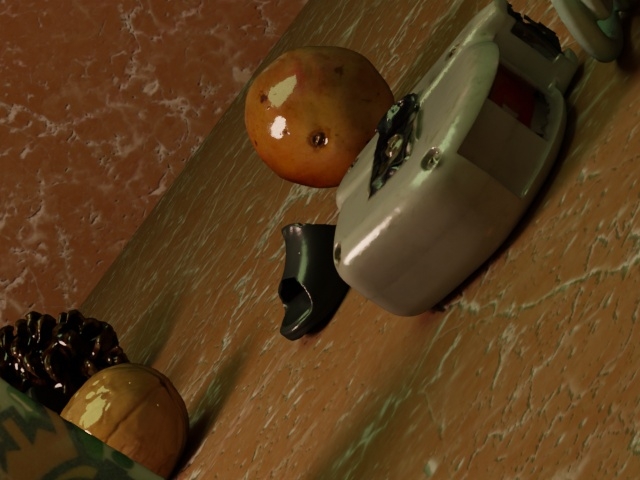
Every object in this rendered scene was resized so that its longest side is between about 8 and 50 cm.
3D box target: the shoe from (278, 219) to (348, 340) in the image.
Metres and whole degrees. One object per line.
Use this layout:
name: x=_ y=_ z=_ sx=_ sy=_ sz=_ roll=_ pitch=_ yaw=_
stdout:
shoe: x=0.000 y=0.000 z=2.087 sx=0.241 sy=0.093 sz=0.108 roll=-58 pitch=13 yaw=-20

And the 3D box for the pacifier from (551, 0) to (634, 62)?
pacifier: x=0.282 y=-0.315 z=1.618 sx=0.269 sy=0.288 sz=0.343 roll=-14 pitch=8 yaw=22

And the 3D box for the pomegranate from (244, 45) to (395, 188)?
pomegranate: x=-0.001 y=-0.161 z=2.305 sx=0.191 sy=0.191 sz=0.191 roll=-52 pitch=12 yaw=16

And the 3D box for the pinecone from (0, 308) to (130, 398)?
pinecone: x=-0.411 y=0.218 z=2.842 sx=0.257 sy=0.243 sz=0.243 roll=-23 pitch=17 yaw=6

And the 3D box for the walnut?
walnut: x=-0.250 y=0.247 z=2.256 sx=0.197 sy=0.165 sz=0.165 roll=-44 pitch=14 yaw=13

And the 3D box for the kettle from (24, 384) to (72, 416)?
kettle: x=-0.400 y=0.379 z=2.530 sx=0.308 sy=0.262 sz=0.203 roll=-51 pitch=47 yaw=5

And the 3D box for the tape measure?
tape measure: x=0.121 y=-0.075 z=1.723 sx=0.258 sy=0.130 sz=0.265 roll=-47 pitch=14 yaw=27

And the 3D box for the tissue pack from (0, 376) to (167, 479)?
tissue pack: x=-0.234 y=0.302 z=1.655 sx=0.228 sy=0.311 sz=0.128 roll=-61 pitch=8 yaw=-27
